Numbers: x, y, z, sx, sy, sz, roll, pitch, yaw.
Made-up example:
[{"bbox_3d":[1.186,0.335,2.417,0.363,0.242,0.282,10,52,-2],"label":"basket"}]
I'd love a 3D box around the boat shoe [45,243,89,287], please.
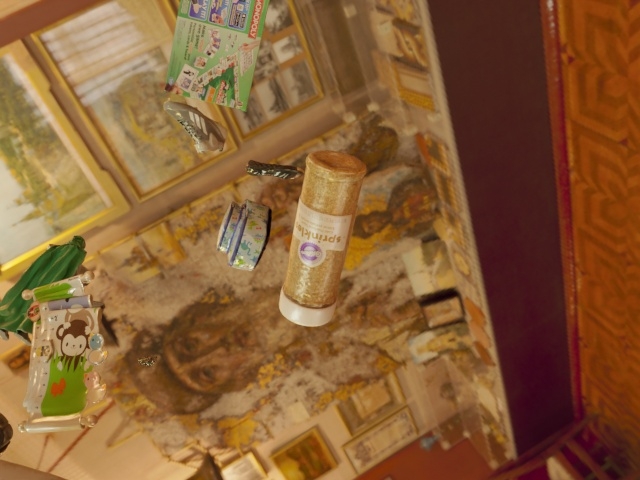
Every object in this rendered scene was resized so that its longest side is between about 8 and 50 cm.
[{"bbox_3d":[-0.812,0.094,2.019,0.228,0.068,0.081,35,-172,32],"label":"boat shoe"}]

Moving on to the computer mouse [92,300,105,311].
[{"bbox_3d":[-0.599,0.178,1.423,0.262,0.184,0.060,-155,71,-81],"label":"computer mouse"}]

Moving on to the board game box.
[{"bbox_3d":[-0.259,-0.507,1.590,0.046,0.214,0.317,-124,46,-70],"label":"board game box"}]

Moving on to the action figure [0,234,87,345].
[{"bbox_3d":[-0.491,0.078,1.139,0.137,0.232,0.063,10,140,15],"label":"action figure"}]

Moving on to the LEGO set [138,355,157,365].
[{"bbox_3d":[-0.496,0.350,1.816,0.083,0.054,0.023,178,81,-73],"label":"LEGO set"}]

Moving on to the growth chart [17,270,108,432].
[{"bbox_3d":[-0.368,0.158,0.897,0.021,0.172,0.237,32,-137,-54],"label":"growth chart"}]

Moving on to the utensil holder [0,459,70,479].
[{"bbox_3d":[-0.456,0.397,0.597,0.327,0.328,0.385,74,-157,-57],"label":"utensil holder"}]

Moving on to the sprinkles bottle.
[{"bbox_3d":[0.000,0.000,1.280,0.121,0.121,0.355,50,136,51],"label":"sprinkles bottle"}]

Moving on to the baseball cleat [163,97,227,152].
[{"bbox_3d":[-0.341,-0.304,1.722,0.206,0.109,0.072,22,161,-38],"label":"baseball cleat"}]

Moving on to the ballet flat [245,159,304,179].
[{"bbox_3d":[-0.134,-0.214,1.863,0.057,0.173,0.049,105,169,-57],"label":"ballet flat"}]

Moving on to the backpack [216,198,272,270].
[{"bbox_3d":[-0.135,-0.007,1.096,0.114,0.084,0.105,-98,27,-58],"label":"backpack"}]

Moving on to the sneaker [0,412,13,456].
[{"bbox_3d":[-0.559,0.210,0.893,0.129,0.111,0.297,12,126,30],"label":"sneaker"}]
